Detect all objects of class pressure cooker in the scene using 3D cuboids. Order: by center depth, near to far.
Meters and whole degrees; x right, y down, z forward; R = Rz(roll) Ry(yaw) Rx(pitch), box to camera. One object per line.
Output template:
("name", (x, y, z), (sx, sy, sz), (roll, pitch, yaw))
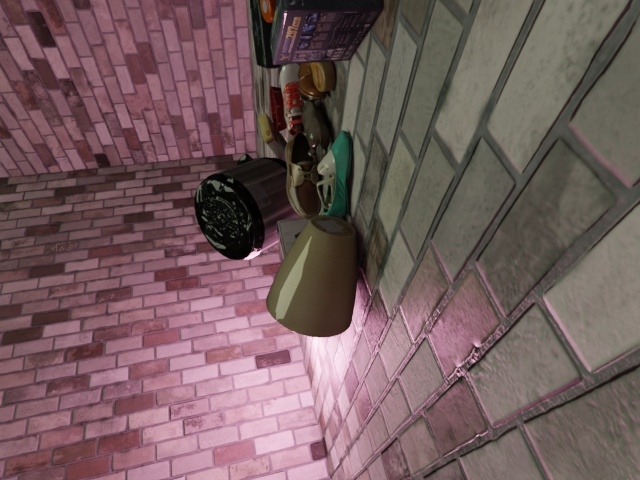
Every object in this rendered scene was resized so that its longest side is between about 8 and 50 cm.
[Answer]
("pressure cooker", (-0.250, -0.145, 1.706), (0.376, 0.420, 0.369), (17, 124, 32))

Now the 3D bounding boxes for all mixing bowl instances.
("mixing bowl", (-0.142, -0.529, 1.646), (0.181, 0.098, 0.181), (170, 90, -80))

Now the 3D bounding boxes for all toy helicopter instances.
("toy helicopter", (-0.029, -0.575, 1.095), (0.354, 0.140, 0.235), (70, 159, 2))

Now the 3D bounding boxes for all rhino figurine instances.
("rhino figurine", (-0.021, -0.361, 1.256), (0.106, 0.073, 0.243), (92, 166, -56))

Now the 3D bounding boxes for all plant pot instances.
("plant pot", (-0.001, 0.079, 1.137), (0.256, 0.257, 0.273), (-117, 37, -57))

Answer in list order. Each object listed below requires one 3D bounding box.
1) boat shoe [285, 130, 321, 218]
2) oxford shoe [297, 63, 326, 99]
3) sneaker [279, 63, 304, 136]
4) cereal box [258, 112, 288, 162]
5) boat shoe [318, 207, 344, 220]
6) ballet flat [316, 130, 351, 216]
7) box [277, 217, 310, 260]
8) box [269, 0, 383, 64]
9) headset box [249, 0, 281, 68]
("boat shoe", (-0.062, -0.234, 1.440), (0.116, 0.123, 0.324), (121, 138, -69))
("oxford shoe", (-0.028, -0.483, 1.201), (0.076, 0.076, 0.212), (104, 157, -47))
("sneaker", (-0.086, -0.484, 1.443), (0.270, 0.090, 0.144), (96, 161, -63))
("cereal box", (-0.177, -0.410, 1.773), (0.240, 0.047, 0.173), (49, -162, -50))
("boat shoe", (0.000, 0.000, 1.303), (0.302, 0.109, 0.094), (127, 155, -46))
("ballet flat", (0.034, -0.166, 1.093), (0.083, 0.087, 0.247), (-114, 19, -53))
("box", (-0.049, 0.059, 1.472), (0.087, 0.169, 0.289), (100, 157, -64))
("box", (-0.001, -0.430, 0.826), (0.233, 0.184, 0.059), (-179, 80, -79))
("headset box", (-0.173, -0.779, 1.533), (0.283, 0.131, 0.246), (-121, 24, -60))
